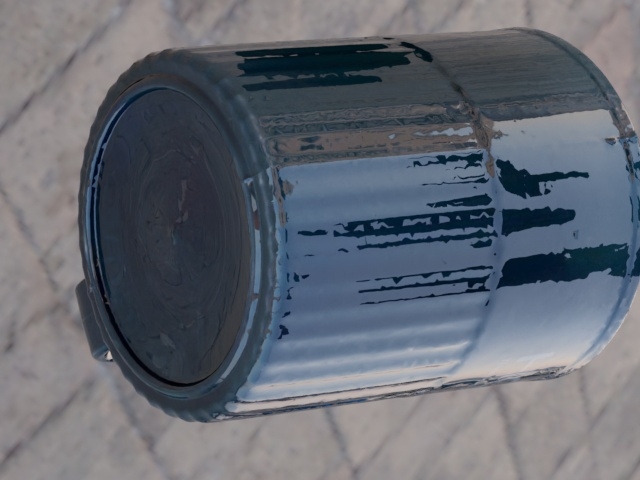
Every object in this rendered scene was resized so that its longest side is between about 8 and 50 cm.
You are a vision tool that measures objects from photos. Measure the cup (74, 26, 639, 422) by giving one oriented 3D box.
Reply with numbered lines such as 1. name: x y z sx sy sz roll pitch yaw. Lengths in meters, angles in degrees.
1. cup: 0.003 -0.018 1.202 0.292 0.308 0.242 -6 104 -38
